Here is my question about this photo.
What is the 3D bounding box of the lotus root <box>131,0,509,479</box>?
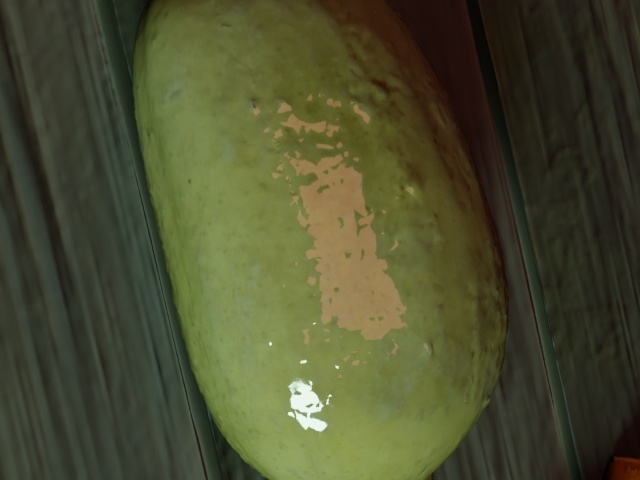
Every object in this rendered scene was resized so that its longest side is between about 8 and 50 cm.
[{"bbox_3d":[0.003,-0.001,0.553,0.146,0.131,0.303,-18,95,-25],"label":"lotus root"}]

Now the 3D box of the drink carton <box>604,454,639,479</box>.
[{"bbox_3d":[0.260,0.184,0.690,0.223,0.096,0.071,24,76,-24],"label":"drink carton"}]
